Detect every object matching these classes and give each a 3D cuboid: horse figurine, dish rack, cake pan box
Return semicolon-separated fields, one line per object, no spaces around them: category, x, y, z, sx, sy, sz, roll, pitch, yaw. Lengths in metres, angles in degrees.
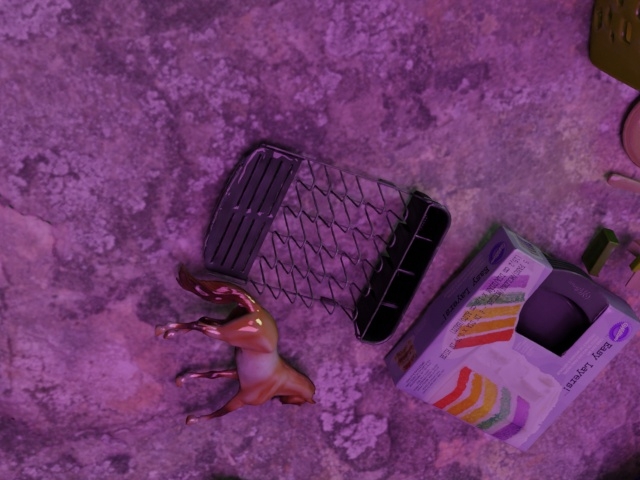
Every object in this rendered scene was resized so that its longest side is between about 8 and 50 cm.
horse figurine;-0.108;0.142;1.606;0.175;0.066;0.263;-10;128;2
dish rack;0.000;0.000;1.567;0.272;0.074;0.208;18;110;-22
cake pan box;0.262;0.134;1.700;0.246;0.070;0.267;30;111;-28

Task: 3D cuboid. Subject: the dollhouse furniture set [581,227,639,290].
dollhouse furniture set;0.435;0.033;1.704;0.152;0.076;0.058;14;125;-19

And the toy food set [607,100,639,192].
toy food set;0.453;-0.144;1.639;0.132;0.038;0.192;16;117;-14

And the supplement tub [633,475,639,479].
supplement tub;0.555;0.429;1.839;0.331;0.241;0.241;-35;120;5

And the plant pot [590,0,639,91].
plant pot;0.449;-0.293;1.455;0.228;0.227;0.207;-11;112;-8
